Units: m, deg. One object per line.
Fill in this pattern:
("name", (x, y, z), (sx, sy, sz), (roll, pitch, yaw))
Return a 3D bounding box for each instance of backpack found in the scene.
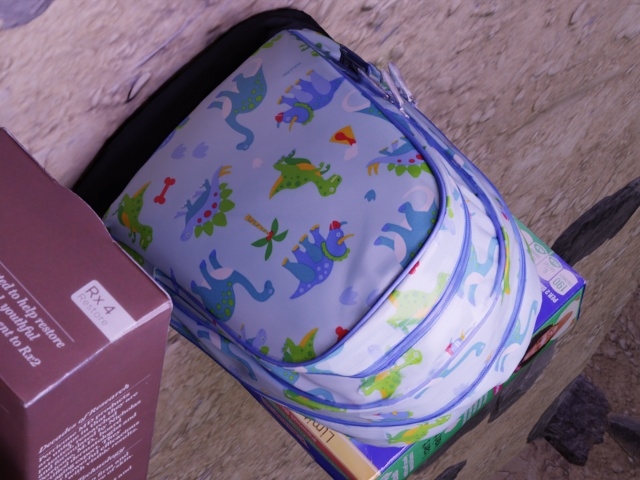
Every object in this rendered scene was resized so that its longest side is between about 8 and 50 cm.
("backpack", (0.000, 0.000, 1.347), (0.290, 0.355, 0.273), (-43, 161, -5))

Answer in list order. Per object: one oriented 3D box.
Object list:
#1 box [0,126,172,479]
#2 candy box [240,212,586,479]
("box", (-0.233, 0.110, 1.333), (0.143, 0.191, 0.381), (-36, 160, -28))
("candy box", (0.072, 0.078, 1.824), (0.317, 0.268, 0.122), (-42, 159, -11))
